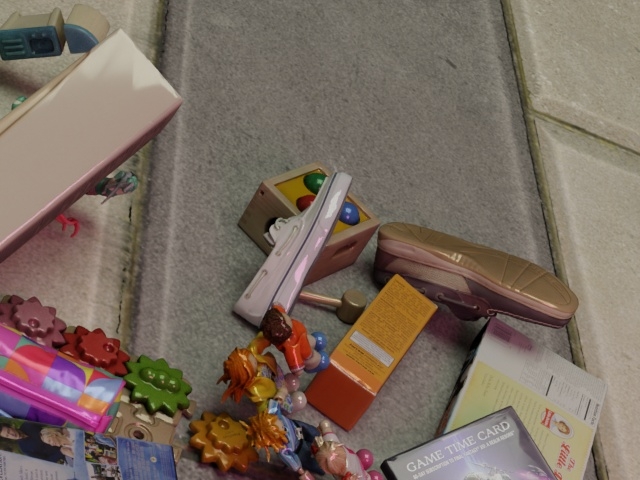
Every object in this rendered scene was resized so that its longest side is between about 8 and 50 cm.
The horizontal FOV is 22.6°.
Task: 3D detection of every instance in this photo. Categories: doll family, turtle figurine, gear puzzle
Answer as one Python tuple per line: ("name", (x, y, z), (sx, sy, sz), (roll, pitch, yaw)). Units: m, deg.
("doll family", (-0.039, 0.196, 1.797), (0.263, 0.118, 0.163), (65, 12, 26))
("turtle figurine", (-0.320, -0.101, 1.954), (0.175, 0.118, 0.234), (41, 15, -19))
("gear puzzle", (-0.217, 0.172, 1.766), (0.339, 0.044, 0.175), (27, 35, -9))

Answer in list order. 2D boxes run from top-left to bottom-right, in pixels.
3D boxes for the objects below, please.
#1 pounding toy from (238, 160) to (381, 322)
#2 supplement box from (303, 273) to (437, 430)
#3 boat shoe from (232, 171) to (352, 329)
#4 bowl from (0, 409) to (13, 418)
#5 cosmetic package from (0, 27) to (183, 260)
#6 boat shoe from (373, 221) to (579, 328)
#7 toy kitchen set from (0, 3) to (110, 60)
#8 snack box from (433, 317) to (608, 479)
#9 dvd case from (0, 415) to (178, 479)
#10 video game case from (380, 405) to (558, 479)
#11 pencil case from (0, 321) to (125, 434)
("pounding toy", (-0.002, 0.006, 2.090), (0.206, 0.094, 0.181), (45, 37, 18))
("supplement box", (0.066, 0.136, 2.001), (0.080, 0.078, 0.233), (35, 36, 3))
("boat shoe", (-0.036, 0.004, 1.992), (0.076, 0.083, 0.226), (26, 75, 4))
("bowl", (-0.399, 0.284, 1.463), (0.391, 0.077, 0.391), (21, 37, -17))
("cosmetic package", (-0.312, -0.084, 1.762), (0.309, 0.160, 0.113), (-42, 93, -19))
("boat shoe", (0.202, 0.061, 2.129), (0.285, 0.092, 0.103), (21, 25, 15))
("toy kitchen set", (-0.374, -0.201, 2.082), (0.207, 0.166, 0.122), (-4, 35, 11))
("snack box", (0.250, 0.243, 2.030), (0.187, 0.060, 0.322), (31, 35, 1))
("dvd case", (-0.249, 0.252, 1.534), (0.253, 0.022, 0.180), (14, 40, -27))
("video game case", (0.216, 0.340, 1.845), (0.196, 0.026, 0.274), (-19, 66, -31))
("pencil case", (-0.321, 0.140, 1.644), (0.236, 0.104, 0.104), (24, 36, -8))
